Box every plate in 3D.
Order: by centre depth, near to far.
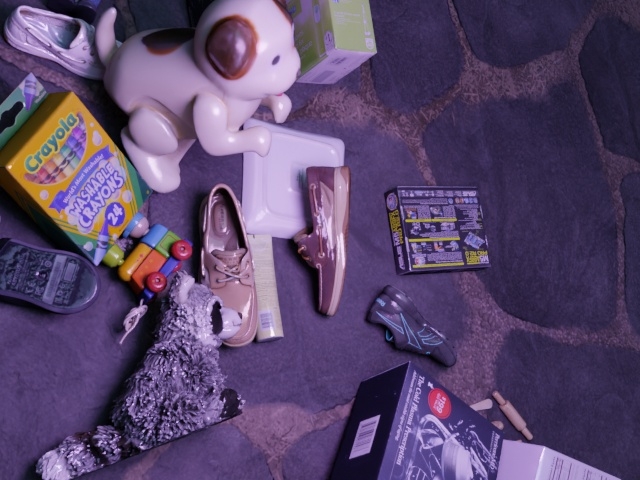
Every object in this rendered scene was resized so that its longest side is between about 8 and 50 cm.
[{"bbox_3d":[-0.051,-0.137,2.011,0.277,0.045,0.278,9,72,-31],"label":"plate"}]

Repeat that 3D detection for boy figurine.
[{"bbox_3d":[-0.482,-0.601,1.833,0.177,0.092,0.285,21,70,-24],"label":"boy figurine"}]

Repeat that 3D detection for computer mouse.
[{"bbox_3d":[-0.550,0.057,1.633,0.272,0.072,0.189,22,68,-13],"label":"computer mouse"}]

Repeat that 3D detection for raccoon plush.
[{"bbox_3d":[-0.342,0.242,1.639,0.446,0.216,0.299,-15,78,-34],"label":"raccoon plush"}]

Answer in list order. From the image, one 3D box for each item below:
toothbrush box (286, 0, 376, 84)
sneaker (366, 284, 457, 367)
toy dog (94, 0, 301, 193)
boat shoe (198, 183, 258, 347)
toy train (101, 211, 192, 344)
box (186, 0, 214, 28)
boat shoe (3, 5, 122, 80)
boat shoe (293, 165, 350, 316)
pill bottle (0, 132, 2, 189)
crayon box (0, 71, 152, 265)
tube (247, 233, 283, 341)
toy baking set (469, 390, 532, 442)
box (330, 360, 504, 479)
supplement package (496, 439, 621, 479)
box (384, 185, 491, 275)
[{"bbox_3d":[0.012,-0.541,2.060,0.122,0.206,0.283,0,78,-32],"label":"toothbrush box"},{"bbox_3d":[0.218,0.224,2.072,0.267,0.101,0.106,44,80,-16],"label":"sneaker"},{"bbox_3d":[-0.211,-0.342,1.703,0.395,0.407,0.284,58,41,-15],"label":"toy dog"},{"bbox_3d":[-0.199,0.052,1.808,0.121,0.110,0.341,-9,78,-13],"label":"boat shoe"},{"bbox_3d":[-0.378,0.066,1.721,0.143,0.105,0.248,38,60,-6],"label":"toy train"},{"bbox_3d":[-0.228,-0.556,1.939,0.093,0.158,0.156,-4,79,-34],"label":"box"},{"bbox_3d":[-0.496,-0.404,1.765,0.277,0.096,0.098,12,68,-31],"label":"boat shoe"},{"bbox_3d":[0.000,0.000,1.947,0.123,0.123,0.342,3,103,2],"label":"boat shoe"},{"bbox_3d":[-0.608,-0.144,1.628,0.169,0.094,0.094,-36,97,-33],"label":"pill bottle"},{"bbox_3d":[-0.483,-0.132,1.636,0.323,0.083,0.203,55,53,-37],"label":"crayon box"},{"bbox_3d":[-0.129,0.101,1.895,0.070,0.062,0.240,30,47,-70],"label":"tube"},{"bbox_3d":[0.431,0.479,2.161,0.196,0.030,0.256,-41,100,-33],"label":"toy baking set"},{"bbox_3d":[0.212,0.501,1.888,0.312,0.179,0.343,38,48,-20],"label":"box"},{"bbox_3d":[0.539,0.615,2.080,0.262,0.199,0.198,26,73,-24],"label":"supplement package"},{"bbox_3d":[0.299,-0.027,2.195,0.270,0.060,0.216,-3,79,-32],"label":"box"}]
